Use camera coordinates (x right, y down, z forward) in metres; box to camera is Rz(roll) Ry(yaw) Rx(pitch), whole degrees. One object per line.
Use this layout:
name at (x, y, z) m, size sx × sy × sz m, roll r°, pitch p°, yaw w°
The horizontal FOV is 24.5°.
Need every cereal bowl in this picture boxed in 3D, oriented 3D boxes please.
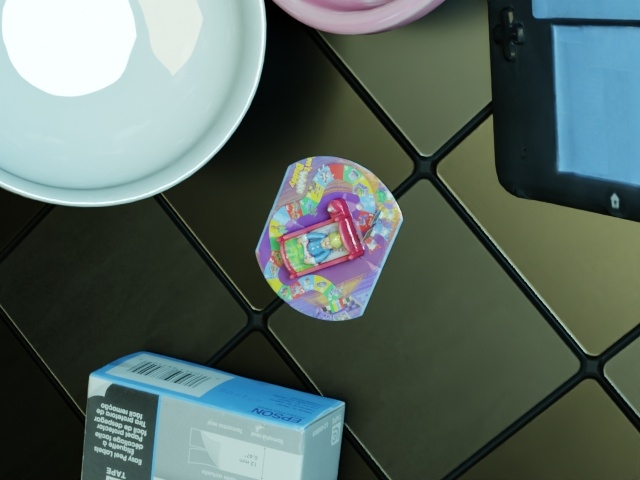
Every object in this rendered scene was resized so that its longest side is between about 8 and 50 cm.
cereal bowl at (-0.228, -0.199, 1.384) m, size 0.339 × 0.141 × 0.339 m, roll -1°, pitch 93°, yaw -14°

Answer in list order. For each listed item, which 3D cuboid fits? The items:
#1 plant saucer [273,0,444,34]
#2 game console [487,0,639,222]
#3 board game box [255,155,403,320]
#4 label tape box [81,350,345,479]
plant saucer at (0.052, -0.351, 1.325) m, size 0.332 × 0.084 × 0.332 m, roll 4°, pitch 96°, yaw 42°
game console at (0.247, -0.184, 1.200) m, size 0.386 × 0.060 × 0.342 m, roll -160°, pitch 69°, yaw -64°
board game box at (0.000, 0.000, 1.478) m, size 0.133 × 0.033 × 0.169 m, roll 28°, pitch 109°, yaw 17°
label tape box at (-0.124, 0.315, 1.546) m, size 0.249 × 0.115 × 0.348 m, roll 11°, pitch 102°, yaw 22°
